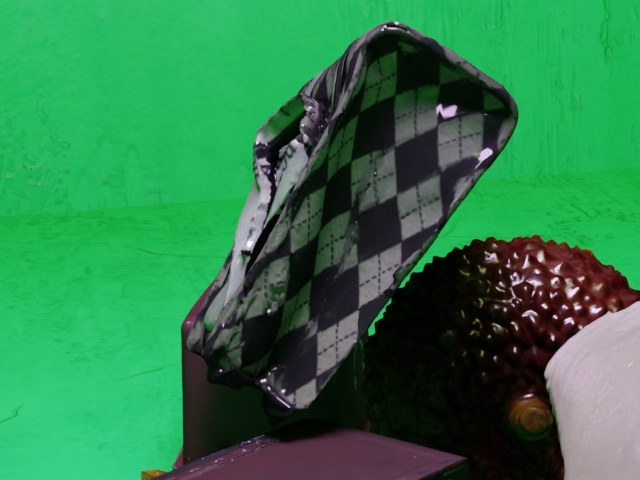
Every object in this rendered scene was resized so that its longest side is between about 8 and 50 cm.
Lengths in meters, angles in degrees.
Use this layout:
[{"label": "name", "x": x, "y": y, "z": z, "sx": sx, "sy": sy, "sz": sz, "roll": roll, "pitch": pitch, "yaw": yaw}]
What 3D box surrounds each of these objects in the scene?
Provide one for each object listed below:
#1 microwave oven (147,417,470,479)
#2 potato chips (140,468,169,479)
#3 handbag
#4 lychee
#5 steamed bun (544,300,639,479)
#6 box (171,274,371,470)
[{"label": "microwave oven", "x": -0.029, "y": 0.250, "z": 1.419, "sx": 0.188, "sy": 0.178, "sz": 0.247, "roll": 6, "pitch": 16, "yaw": 42}, {"label": "potato chips", "x": -0.088, "y": 0.236, "z": 1.834, "sx": 0.204, "sy": 0.037, "sz": 0.026, "roll": 1, "pitch": 2, "yaw": 39}, {"label": "handbag", "x": 0.000, "y": 0.000, "z": 1.653, "sx": 0.180, "sy": 0.317, "sz": 0.416, "roll": 30, "pitch": -6, "yaw": -5}, {"label": "lychee", "x": 0.165, "y": 0.130, "z": 1.686, "sx": 0.275, "sy": 0.276, "sz": 0.304, "roll": -2, "pitch": 7, "yaw": 3}, {"label": "steamed bun", "x": 0.284, "y": 0.189, "z": 1.244, "sx": 0.236, "sy": 0.247, "sz": 0.383, "roll": -26, "pitch": 25, "yaw": 16}, {"label": "box", "x": -0.043, "y": 0.129, "z": 1.997, "sx": 0.193, "sy": 0.168, "sz": 0.294, "roll": -3, "pitch": 12, "yaw": 8}]
